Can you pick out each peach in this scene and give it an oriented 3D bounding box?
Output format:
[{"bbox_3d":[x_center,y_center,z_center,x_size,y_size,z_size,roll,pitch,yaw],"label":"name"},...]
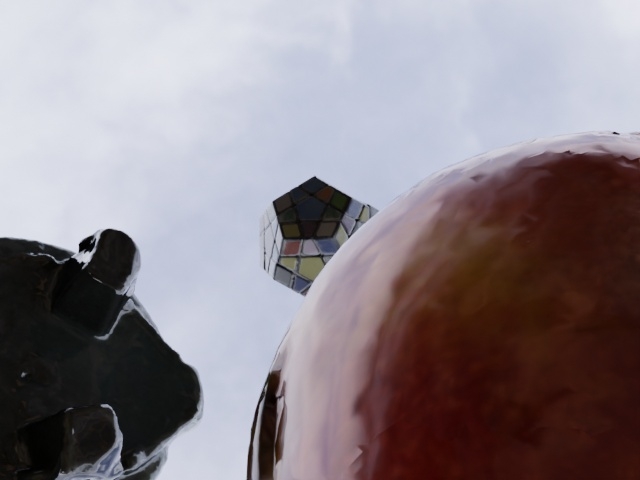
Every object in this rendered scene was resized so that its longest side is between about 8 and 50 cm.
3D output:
[{"bbox_3d":[0.157,0.116,0.526,0.370,0.370,0.370,-1,-128,1],"label":"peach"}]

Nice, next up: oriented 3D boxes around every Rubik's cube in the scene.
[{"bbox_3d":[0.000,0.000,0.973,0.093,0.111,0.111,0,-130,-19],"label":"Rubik's cube"}]

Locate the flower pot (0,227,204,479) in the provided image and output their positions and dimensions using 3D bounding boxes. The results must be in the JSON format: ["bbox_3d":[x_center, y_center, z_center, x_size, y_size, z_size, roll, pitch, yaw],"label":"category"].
[{"bbox_3d":[-0.257,0.143,1.032,0.299,0.283,0.299,20,-132,-24],"label":"flower pot"}]
